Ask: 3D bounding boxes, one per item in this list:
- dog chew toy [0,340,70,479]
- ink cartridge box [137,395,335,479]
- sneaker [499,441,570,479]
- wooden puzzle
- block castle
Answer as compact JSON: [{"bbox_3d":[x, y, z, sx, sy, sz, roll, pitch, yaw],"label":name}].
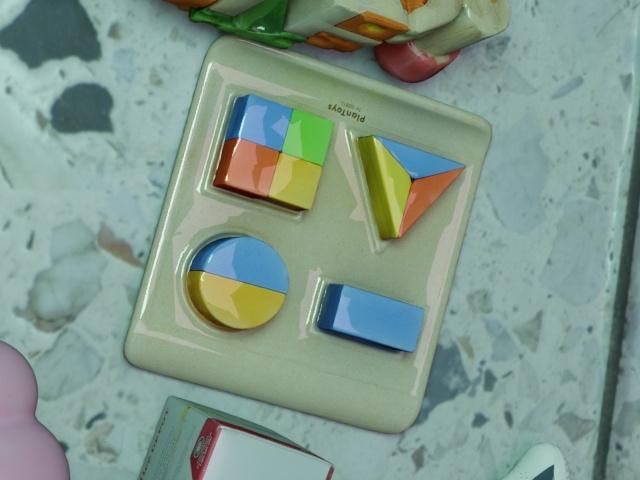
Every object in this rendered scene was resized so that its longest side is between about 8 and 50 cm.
[{"bbox_3d":[-0.317,0.244,1.450,0.206,0.206,0.332,-4,86,-19],"label":"dog chew toy"},{"bbox_3d":[-0.091,0.238,1.532,0.127,0.176,0.128,21,87,-22],"label":"ink cartridge box"},{"bbox_3d":[0.151,0.294,1.660,0.153,0.094,0.235,33,93,-26],"label":"sneaker"},{"bbox_3d":[0.000,0.000,1.597,0.322,0.080,0.348,17,88,-19],"label":"wooden puzzle"},{"bbox_3d":[-0.032,-0.344,1.503,0.453,0.213,0.303,15,77,-26],"label":"block castle"}]
